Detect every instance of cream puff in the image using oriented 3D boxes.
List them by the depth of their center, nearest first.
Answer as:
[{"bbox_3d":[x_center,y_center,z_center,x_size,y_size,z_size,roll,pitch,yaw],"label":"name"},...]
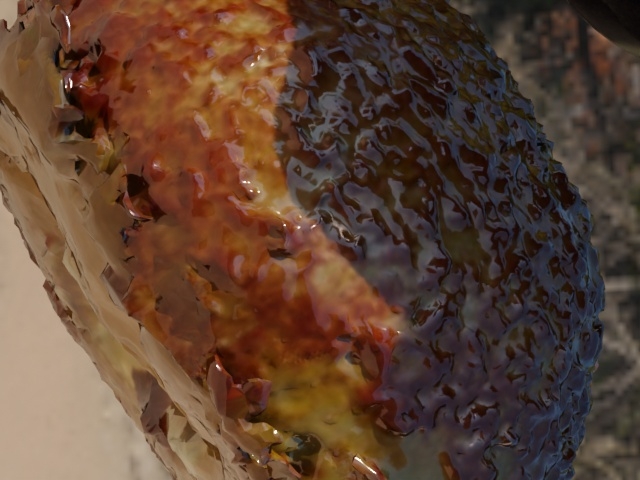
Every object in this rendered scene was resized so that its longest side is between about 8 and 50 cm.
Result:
[{"bbox_3d":[-0.001,0.000,0.840,0.350,0.228,0.350,51,-15,20],"label":"cream puff"}]

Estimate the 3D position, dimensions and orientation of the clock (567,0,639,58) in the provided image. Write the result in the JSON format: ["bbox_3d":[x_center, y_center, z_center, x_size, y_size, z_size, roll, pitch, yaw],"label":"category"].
[{"bbox_3d":[0.246,-0.099,0.669,0.379,0.276,0.120,46,-6,-24],"label":"clock"}]
